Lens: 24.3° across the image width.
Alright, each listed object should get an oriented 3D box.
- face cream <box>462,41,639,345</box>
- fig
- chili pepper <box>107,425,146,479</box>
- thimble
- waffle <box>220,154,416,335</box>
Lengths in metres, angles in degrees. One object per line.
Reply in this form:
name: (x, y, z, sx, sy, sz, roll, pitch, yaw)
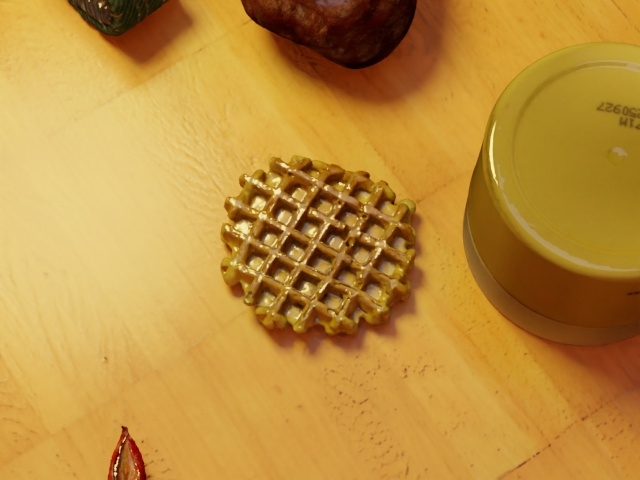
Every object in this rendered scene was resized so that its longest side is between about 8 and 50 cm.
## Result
face cream: (0.239, -0.037, 1.283, 0.218, 0.179, 0.218, 0, 69, 0)
fig: (0.030, -0.301, 1.396, 0.170, 0.145, 0.274, 19, 84, 6)
chili pepper: (-0.158, 0.287, 1.224, 0.059, 0.050, 0.268, 1, 66, -22)
thimble: (-0.201, -0.266, 1.405, 0.090, 0.118, 0.135, -41, 58, -19)
waffle: (-0.003, 0.004, 1.342, 0.191, 0.038, 0.191, 0, 69, -1)
